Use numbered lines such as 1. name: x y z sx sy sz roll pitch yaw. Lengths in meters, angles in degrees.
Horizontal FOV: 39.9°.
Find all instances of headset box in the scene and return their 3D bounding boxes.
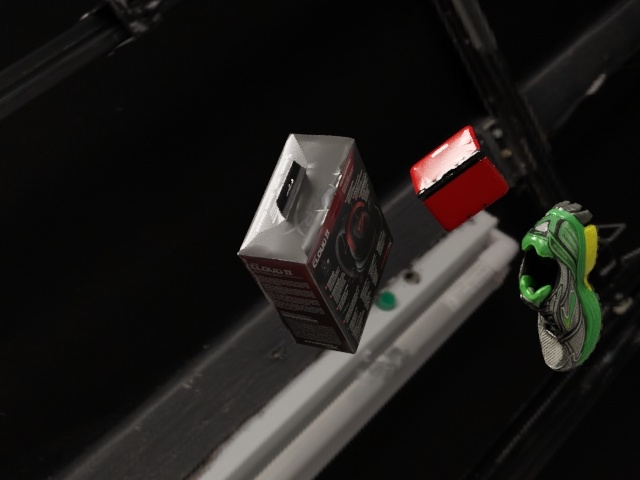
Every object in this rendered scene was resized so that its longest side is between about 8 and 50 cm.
1. headset box: 0.000 0.000 1.296 0.293 0.110 0.218 63 -139 -52

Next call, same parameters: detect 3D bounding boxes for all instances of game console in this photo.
1. game console: 0.249 -0.112 1.590 0.085 0.144 0.124 37 -151 -34

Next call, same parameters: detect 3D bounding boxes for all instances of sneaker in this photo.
1. sneaker: 0.422 0.102 1.626 0.146 0.134 0.344 -28 -59 -26
